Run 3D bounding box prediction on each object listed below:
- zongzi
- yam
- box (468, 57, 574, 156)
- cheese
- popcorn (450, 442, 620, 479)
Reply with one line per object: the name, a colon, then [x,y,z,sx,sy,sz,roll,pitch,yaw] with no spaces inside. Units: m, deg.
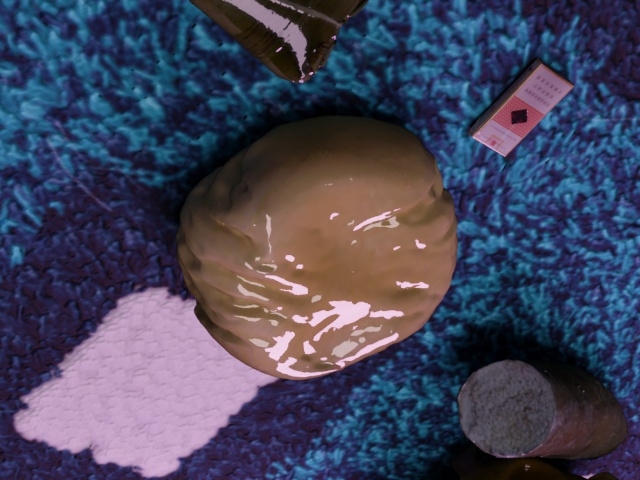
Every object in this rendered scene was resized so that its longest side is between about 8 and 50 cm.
zongzi: [-0.033,-0.199,0.891,0.154,0.062,0.130,38,89,-27]
yam: [0.232,0.173,1.318,0.106,0.106,0.259,-41,156,17]
box: [0.164,-0.109,1.077,0.046,0.012,0.083,24,119,-39]
cheese: [0.000,0.000,1.045,0.226,0.117,0.214,-20,133,-12]
popcorn: [0.211,0.343,1.373,0.297,0.281,0.316,-28,180,1]
